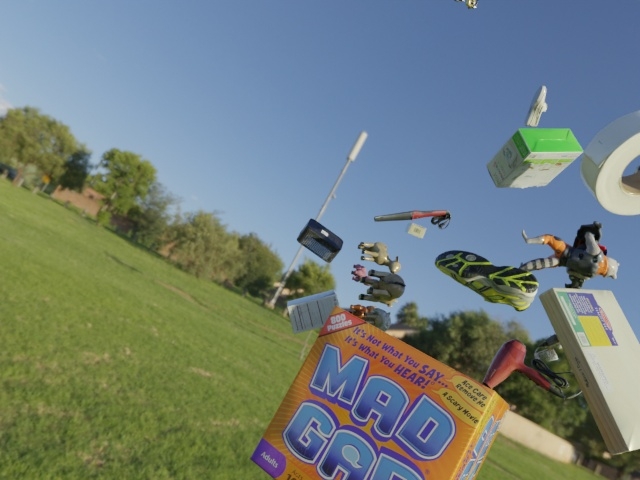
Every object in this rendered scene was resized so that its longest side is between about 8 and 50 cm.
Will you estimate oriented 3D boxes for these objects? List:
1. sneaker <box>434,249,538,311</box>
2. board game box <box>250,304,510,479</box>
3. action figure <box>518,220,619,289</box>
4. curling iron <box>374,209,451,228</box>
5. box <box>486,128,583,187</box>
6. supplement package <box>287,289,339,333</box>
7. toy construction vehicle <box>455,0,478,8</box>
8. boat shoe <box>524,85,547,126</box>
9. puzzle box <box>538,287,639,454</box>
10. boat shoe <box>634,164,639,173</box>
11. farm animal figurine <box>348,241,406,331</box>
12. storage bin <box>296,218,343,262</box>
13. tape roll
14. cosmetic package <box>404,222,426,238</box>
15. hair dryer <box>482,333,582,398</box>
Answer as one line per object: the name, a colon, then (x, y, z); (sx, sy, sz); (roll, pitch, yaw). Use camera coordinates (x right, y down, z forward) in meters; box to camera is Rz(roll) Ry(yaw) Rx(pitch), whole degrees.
sneaker: (0.592, 0.153, 1.846); (0.385, 0.145, 0.147); (24, -45, 36)
board game box: (0.149, 0.410, 1.076); (0.356, 0.356, 0.356); (25, -9, 31)
action figure: (0.915, 0.102, 1.851); (0.331, 0.178, 0.341); (6, -57, 24)
curling iron: (0.314, -0.072, 1.680); (0.274, 0.068, 0.035); (0, 20, -13)
box: (0.847, -0.323, 1.991); (0.262, 0.126, 0.231); (-5, -27, -20)
supplement package: (-0.022, 0.253, 1.784); (0.180, 0.105, 0.105); (-14, 4, -2)
toy construction vehicle: (0.408, -0.695, 1.383); (0.035, 0.098, 0.086); (10, 18, -29)
boat shoe: (0.526, -0.321, 1.204); (0.035, 0.100, 0.035); (11, 30, 1)
puzzle box: (0.742, 0.314, 1.279); (0.272, 0.408, 0.052); (6, -34, -29)
boat shoe: (1.187, -0.133, 1.669); (0.335, 0.112, 0.095); (45, -25, -9)
farm animal figurine: (0.230, 0.166, 1.870); (0.172, 0.330, 0.327); (10, -3, -11)
storage bin: (0.000, 0.000, 2.157); (0.180, 0.084, 0.122); (36, 23, -6)
tape roll: (0.876, -0.211, 1.376); (0.286, 0.286, 0.100); (34, 29, -27)
cosmetic package: (0.353, -0.037, 1.871); (0.060, 0.041, 0.115); (22, 3, 0)
hair dryer: (0.669, 0.417, 1.626); (0.294, 0.223, 0.080); (-19, -51, 16)
